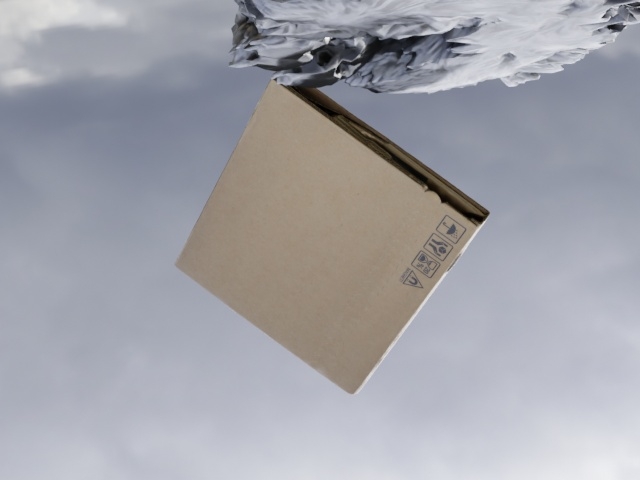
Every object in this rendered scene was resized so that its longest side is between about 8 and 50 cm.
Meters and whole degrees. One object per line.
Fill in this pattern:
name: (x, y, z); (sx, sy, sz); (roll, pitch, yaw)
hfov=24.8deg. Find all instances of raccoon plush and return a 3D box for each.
raccoon plush: (0.110, -0.250, 0.745); (0.446, 0.299, 0.216); (-6, 169, 13)

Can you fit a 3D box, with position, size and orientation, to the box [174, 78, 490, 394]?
box: (0.000, 0.000, 0.984); (0.164, 0.201, 0.021); (36, -135, 4)
